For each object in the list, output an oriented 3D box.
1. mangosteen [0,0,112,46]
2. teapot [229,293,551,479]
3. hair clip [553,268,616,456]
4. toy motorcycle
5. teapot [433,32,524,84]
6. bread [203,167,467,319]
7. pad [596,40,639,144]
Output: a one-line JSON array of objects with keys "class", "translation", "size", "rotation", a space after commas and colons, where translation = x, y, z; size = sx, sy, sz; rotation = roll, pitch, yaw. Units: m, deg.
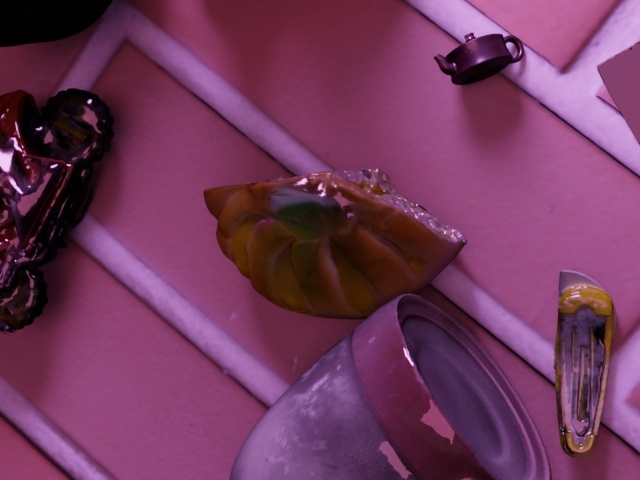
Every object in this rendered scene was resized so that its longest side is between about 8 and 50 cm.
[{"class": "mangosteen", "translation": [-0.288, -0.319, 1.149], "size": [0.243, 0.243, 0.243], "rotation": [1, 93, 15]}, {"class": "teapot", "translation": [0.038, 0.254, 1.047], "size": [0.312, 0.315, 0.233], "rotation": [-40, 115, 20]}, {"class": "hair clip", "translation": [0.265, 0.124, 1.109], "size": [0.060, 0.033, 0.188], "rotation": [3, 91, 13]}, {"class": "toy motorcycle", "translation": [-0.383, -0.002, 1.229], "size": [0.207, 0.134, 0.401], "rotation": [24, 97, 13]}, {"class": "teapot", "translation": [0.160, -0.188, 1.109], "size": [0.100, 0.068, 0.045], "rotation": [-18, 85, -20]}, {"class": "bread", "translation": [0.012, 0.007, 1.113], "size": [0.261, 0.158, 0.156], "rotation": [-6, 94, 18]}, {"class": "pad", "translation": [0.416, -0.162, 1.071], "size": [0.243, 0.004, 0.163], "rotation": [-29, 84, 14]}]
